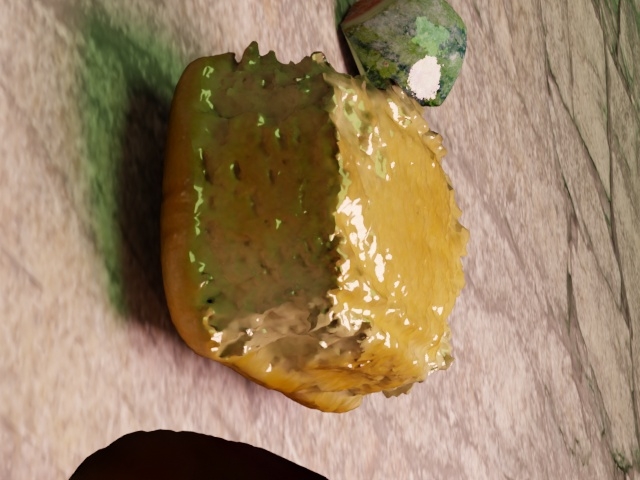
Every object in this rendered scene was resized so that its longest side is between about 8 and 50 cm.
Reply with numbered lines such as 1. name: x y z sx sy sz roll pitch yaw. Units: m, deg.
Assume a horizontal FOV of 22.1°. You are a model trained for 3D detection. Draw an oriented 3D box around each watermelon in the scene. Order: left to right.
1. watermelon: 0.058 -0.141 1.169 0.072 0.092 0.084 44 -29 53

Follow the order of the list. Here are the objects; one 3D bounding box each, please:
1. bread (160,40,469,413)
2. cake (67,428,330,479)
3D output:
1. bread: 0.000 0.000 0.884 0.245 0.121 0.174 35 58 -68
2. cake: -0.057 0.194 0.631 0.208 0.178 0.185 20 34 -30
